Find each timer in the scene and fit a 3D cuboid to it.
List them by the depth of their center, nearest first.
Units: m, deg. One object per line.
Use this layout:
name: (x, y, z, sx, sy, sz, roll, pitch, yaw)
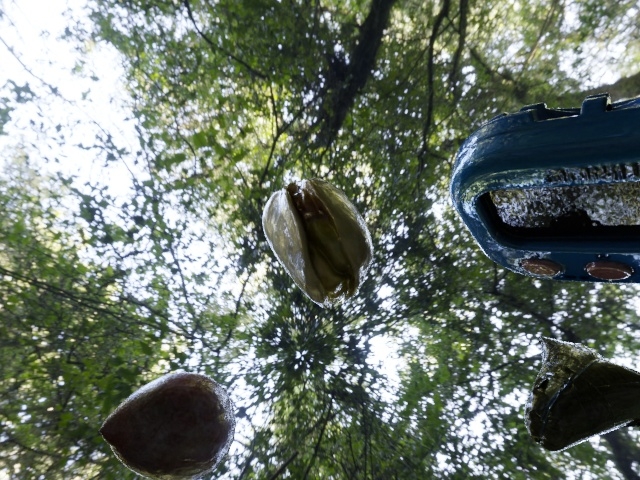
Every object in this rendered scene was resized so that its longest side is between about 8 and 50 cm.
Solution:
timer: (0.347, -0.049, 0.554, 0.340, 0.309, 0.115, 0, -118, 38)

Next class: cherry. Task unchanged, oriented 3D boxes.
cherry: (-0.272, 0.340, 0.842, 0.250, 0.175, 0.192, 19, -79, -39)

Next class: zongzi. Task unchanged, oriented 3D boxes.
zongzi: (0.404, 0.246, 0.816, 0.221, 0.242, 0.112, -9, -69, -20)

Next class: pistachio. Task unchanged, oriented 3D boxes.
pistachio: (0.000, 0.000, 0.580, 0.117, 0.145, 0.200, -24, -138, -12)
